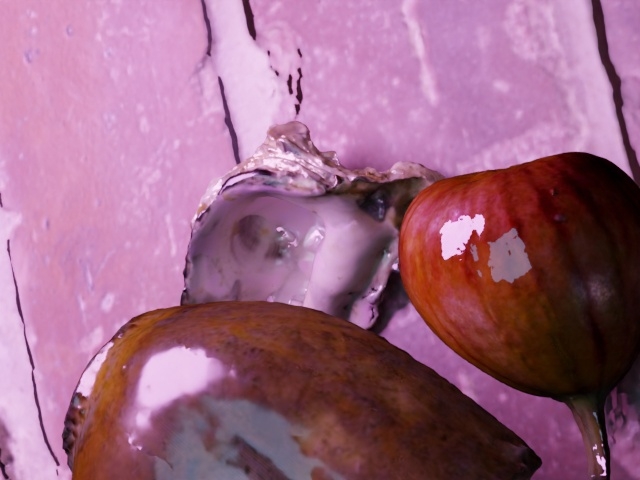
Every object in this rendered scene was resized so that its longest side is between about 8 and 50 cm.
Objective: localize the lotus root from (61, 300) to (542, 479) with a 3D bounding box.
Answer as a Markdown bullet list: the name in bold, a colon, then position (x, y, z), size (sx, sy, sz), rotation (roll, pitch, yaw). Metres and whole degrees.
- **lotus root**: position (-0.050, 0.158, 1.190), size (0.260, 0.149, 0.267), rotation (40, 123, 17)

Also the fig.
- **fig**: position (0.143, 0.027, 1.177), size (0.202, 0.148, 0.149), rotation (41, 122, 7)

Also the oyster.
- **oyster**: position (0.000, 0.000, 1.316), size (0.191, 0.081, 0.163), rotation (-9, 106, 17)
